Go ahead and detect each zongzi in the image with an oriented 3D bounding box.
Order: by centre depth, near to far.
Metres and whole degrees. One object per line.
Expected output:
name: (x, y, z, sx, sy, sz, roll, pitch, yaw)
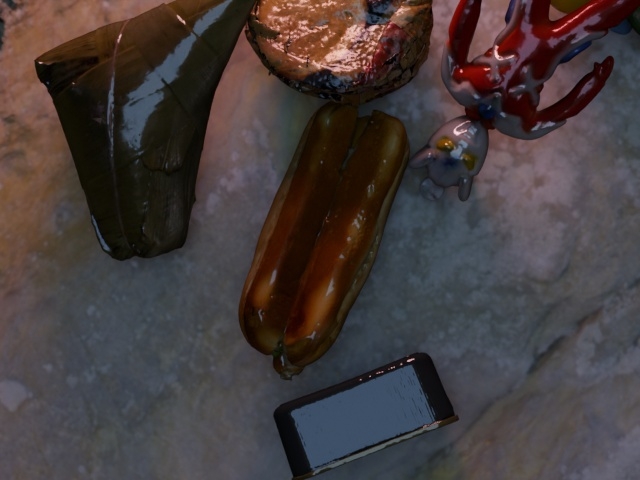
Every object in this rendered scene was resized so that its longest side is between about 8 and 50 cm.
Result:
zongzi: (-0.150, -0.139, 1.874, 0.300, 0.145, 0.274, -19, 89, 22)

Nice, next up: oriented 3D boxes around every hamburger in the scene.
hamburger: (0.020, -0.256, 1.899, 0.231, 0.107, 0.231, -1, 71, 4)

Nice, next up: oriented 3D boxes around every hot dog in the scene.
hot dog: (0.000, 0.000, 1.901, 0.135, 0.100, 0.337, 19, 76, 3)

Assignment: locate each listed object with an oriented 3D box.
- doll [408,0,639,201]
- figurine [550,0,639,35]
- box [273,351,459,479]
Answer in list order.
doll: (0.224, -0.202, 1.851, 0.188, 0.099, 0.384, 34, 112, 3)
figurine: (0.357, -0.326, 1.899, 0.234, 0.127, 0.185, 27, 84, 14)
box: (0.050, 0.200, 1.874, 0.201, 0.144, 0.090, -21, 83, 3)
